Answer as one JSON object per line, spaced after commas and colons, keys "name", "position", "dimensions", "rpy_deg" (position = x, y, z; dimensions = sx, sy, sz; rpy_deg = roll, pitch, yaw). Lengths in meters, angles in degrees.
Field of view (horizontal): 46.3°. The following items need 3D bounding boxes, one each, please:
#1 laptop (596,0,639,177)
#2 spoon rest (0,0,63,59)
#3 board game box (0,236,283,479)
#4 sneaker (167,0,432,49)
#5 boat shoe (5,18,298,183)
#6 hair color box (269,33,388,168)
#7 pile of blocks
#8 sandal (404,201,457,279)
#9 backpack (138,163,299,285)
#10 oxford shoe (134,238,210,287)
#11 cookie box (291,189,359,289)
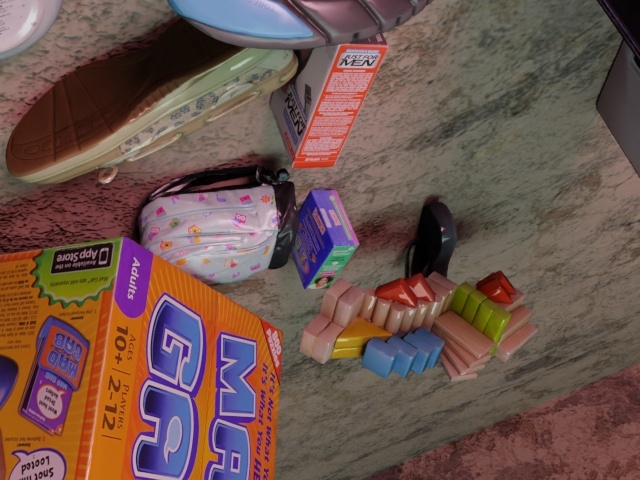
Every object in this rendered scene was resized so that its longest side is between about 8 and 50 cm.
{"name": "laptop", "position": [0.314, -0.099, 0.718], "dimensions": [0.236, 0.382, 0.408], "rpy_deg": [-15, 150, -6]}
{"name": "spoon rest", "position": [-0.309, -0.166, 0.528], "dimensions": [0.276, 0.084, 0.137], "rpy_deg": [-30, 153, -32]}
{"name": "board game box", "position": [-0.287, 0.241, 0.867], "dimensions": [0.356, 0.356, 0.356], "rpy_deg": [-7, 155, 22]}
{"name": "sneaker", "position": [0.036, -0.215, 0.518], "dimensions": [0.341, 0.125, 0.140], "rpy_deg": [-30, -162, -25]}
{"name": "boat shoe", "position": [-0.155, -0.121, 0.694], "dimensions": [0.285, 0.104, 0.089], "rpy_deg": [-24, 147, 8]}
{"name": "hair color box", "position": [0.002, -0.158, 0.733], "dimensions": [0.053, 0.093, 0.167], "rpy_deg": [-5, 147, -24]}
{"name": "pile of blocks", "position": [0.154, 0.107, 1.040], "dimensions": [0.362, 0.149, 0.112], "rpy_deg": [-5, 131, -22]}
{"name": "sandal", "position": [0.157, 0.038, 1.155], "dimensions": [0.054, 0.097, 0.254], "rpy_deg": [-15, 140, -11]}
{"name": "backpack", "position": [-0.123, -0.008, 0.890], "dimensions": [0.182, 0.115, 0.152], "rpy_deg": [-6, 151, -16]}
{"name": "oxford shoe", "position": [-0.190, 0.060, 1.006], "dimensions": [0.076, 0.076, 0.212], "rpy_deg": [-20, 149, 5]}
{"name": "cookie box", "position": [0.000, 0.000, 0.996], "dimensions": [0.040, 0.092, 0.107], "rpy_deg": [-5, 148, -28]}
